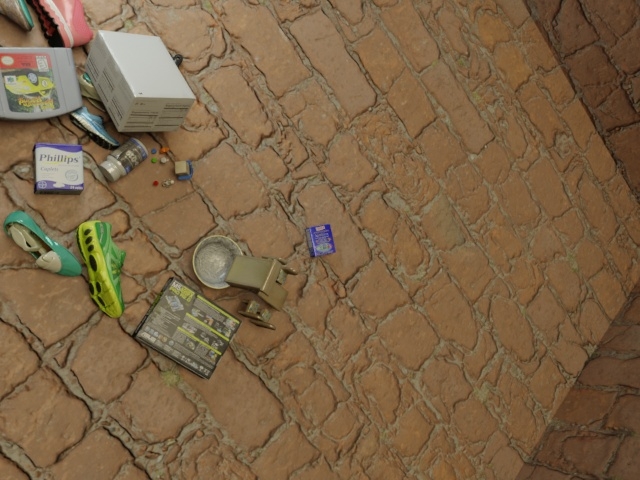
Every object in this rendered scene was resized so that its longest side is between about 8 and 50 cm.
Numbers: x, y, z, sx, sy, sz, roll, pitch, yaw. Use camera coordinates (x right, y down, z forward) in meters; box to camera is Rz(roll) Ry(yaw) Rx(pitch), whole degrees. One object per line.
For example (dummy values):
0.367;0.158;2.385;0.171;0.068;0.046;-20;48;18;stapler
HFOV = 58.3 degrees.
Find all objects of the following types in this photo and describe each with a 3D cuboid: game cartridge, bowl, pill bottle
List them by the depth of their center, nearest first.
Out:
-0.816;-0.433;1.593;0.294;0.060;0.196;-20;110;-45;game cartridge
-0.599;-0.244;1.744;0.078;0.078;0.137;49;63;-15;pill bottle
-0.340;0.072;1.845;0.170;0.080;0.170;4;81;-30;bowl

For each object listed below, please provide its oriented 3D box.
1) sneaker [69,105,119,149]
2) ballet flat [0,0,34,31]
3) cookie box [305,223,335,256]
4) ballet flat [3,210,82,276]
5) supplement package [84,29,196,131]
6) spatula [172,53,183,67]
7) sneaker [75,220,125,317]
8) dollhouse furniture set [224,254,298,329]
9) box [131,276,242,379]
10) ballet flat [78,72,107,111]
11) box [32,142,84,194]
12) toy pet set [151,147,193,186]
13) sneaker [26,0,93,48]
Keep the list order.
-0.669;-0.343;1.729;0.162;0.063;0.073;43;61;-18;sneaker
-0.920;-0.733;1.635;0.106;0.107;0.316;-20;88;-11;ballet flat
0.000;0.000;2.073;0.092;0.040;0.107;-10;88;-30;cookie box
-0.780;0.026;1.591;0.247;0.083;0.087;47;24;-12;ballet flat
-0.533;-0.466;1.692;0.204;0.145;0.262;-13;66;-46;supplement package
-0.528;-0.492;1.849;0.084;0.030;0.296;31;68;-12;spatula
-0.610;0.083;1.664;0.123;0.109;0.295;-25;110;-53;sneaker
-0.163;0.151;1.839;0.242;0.161;0.212;46;59;-48;dollhouse furniture set
-0.409;0.275;1.787;0.270;0.060;0.216;37;66;-20;box
-0.625;-0.419;1.759;0.248;0.086;0.086;28;70;-19;ballet flat
-0.756;-0.205;1.652;0.126;0.072;0.137;-2;83;-31;box
-0.473;-0.232;1.840;0.114;0.065;0.122;-5;81;5;toy pet set
-0.788;-0.719;1.707;0.136;0.116;0.313;-31;103;-43;sneaker
